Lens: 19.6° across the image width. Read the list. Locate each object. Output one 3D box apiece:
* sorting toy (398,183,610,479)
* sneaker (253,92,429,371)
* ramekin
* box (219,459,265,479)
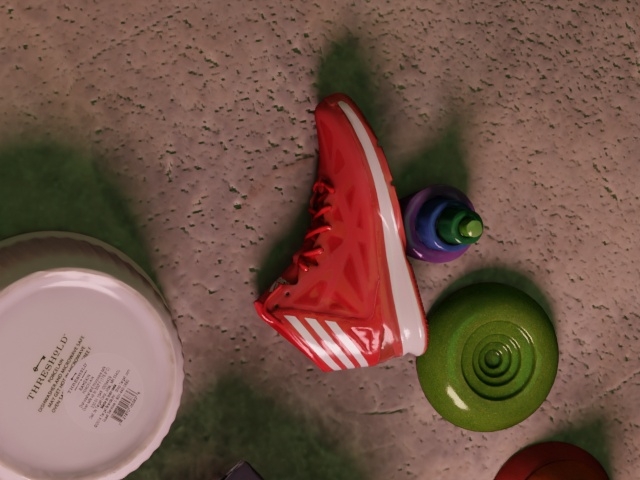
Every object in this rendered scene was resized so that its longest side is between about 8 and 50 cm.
[{"bbox_3d":[0.166,0.124,1.512,0.127,0.126,0.365,-26,101,-14],"label":"sorting toy"},{"bbox_3d":[0.000,0.000,1.477,0.128,0.087,0.221,-16,86,-7],"label":"sneaker"},{"bbox_3d":[-0.200,0.097,1.406,0.207,0.109,0.207,-1,92,-17],"label":"ramekin"},{"bbox_3d":[-0.045,0.298,1.428,0.153,0.108,0.207,-41,78,-11],"label":"box"}]
